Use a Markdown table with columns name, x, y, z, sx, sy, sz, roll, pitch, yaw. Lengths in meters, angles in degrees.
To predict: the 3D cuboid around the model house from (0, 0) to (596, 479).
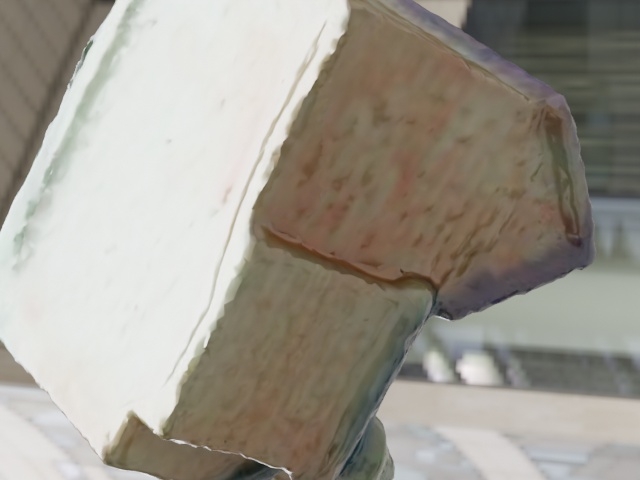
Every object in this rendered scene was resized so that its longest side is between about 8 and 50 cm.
| name | x | y | z | sx | sy | sz | roll | pitch | yaw |
| --- | --- | --- | --- | --- | --- | --- | --- | --- | --- |
| model house | 0.000 | 0.000 | 1.102 | 0.280 | 0.245 | 0.312 | 20 | -79 | -42 |
